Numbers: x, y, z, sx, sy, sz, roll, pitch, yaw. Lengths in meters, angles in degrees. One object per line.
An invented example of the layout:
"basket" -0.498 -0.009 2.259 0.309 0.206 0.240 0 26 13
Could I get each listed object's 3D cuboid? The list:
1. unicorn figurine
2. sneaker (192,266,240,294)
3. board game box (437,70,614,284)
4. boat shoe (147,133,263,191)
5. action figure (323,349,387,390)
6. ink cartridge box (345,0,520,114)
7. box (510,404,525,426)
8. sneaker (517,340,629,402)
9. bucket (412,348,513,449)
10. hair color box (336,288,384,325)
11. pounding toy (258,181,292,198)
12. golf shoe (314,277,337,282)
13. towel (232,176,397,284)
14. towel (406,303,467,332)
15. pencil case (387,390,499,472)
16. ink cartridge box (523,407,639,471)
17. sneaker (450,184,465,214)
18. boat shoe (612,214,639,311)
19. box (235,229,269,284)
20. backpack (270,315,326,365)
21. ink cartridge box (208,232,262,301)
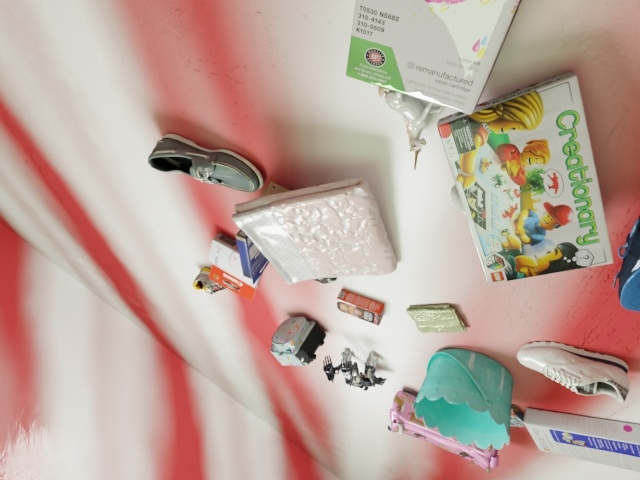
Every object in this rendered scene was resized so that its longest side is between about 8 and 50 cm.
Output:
"unicorn figurine" 0.164 -0.226 0.704 0.162 0.060 0.111 51 143 1
"sneaker" -0.388 0.169 1.527 0.225 0.092 0.088 3 134 32
"board game box" 0.330 -0.082 0.652 0.193 0.053 0.305 -16 111 27
"boat shoe" -0.302 -0.182 1.049 0.320 0.099 0.116 22 143 13
"action figure" 0.137 0.468 1.466 0.164 0.140 0.276 -11 153 33
"ink cartridge box" 0.158 -0.337 0.517 0.202 0.117 0.278 23 142 13
"box" 0.604 0.581 1.342 0.094 0.027 0.137 44 142 -15
"sneaker" 0.603 0.316 0.978 0.235 0.094 0.090 3 136 36
"bucket" 0.430 0.466 1.204 0.281 0.183 0.281 19 141 16
"hair color box" 0.122 0.205 1.240 0.141 0.043 0.072 18 143 20
"pounding toy" -0.055 -0.061 1.024 0.206 0.094 0.181 25 145 -19
"golf shoe" -0.045 0.068 1.174 0.198 0.077 0.094 36 144 -3
"towel" 0.000 0.000 0.966 0.317 0.053 0.331 -9 143 17
"towel" 0.322 0.221 1.127 0.148 0.027 0.110 -10 126 43
"pencil case" 0.443 0.682 1.459 0.386 0.167 0.160 13 139 23
"ink cartridge box" 0.810 0.583 1.164 0.371 0.069 0.175 -7 128 44
"sneaker" 0.366 -0.062 0.736 0.240 0.091 0.126 33 126 0
"boat shoe" 0.564 0.012 0.663 0.109 0.089 0.258 5 132 13
"box" -0.183 0.016 1.160 0.037 0.136 0.225 20 142 15
"backpack" -0.099 0.375 1.495 0.144 0.165 0.188 47 138 -15
"ink cartridge box" -0.297 0.109 1.376 0.189 0.066 0.232 28 124 4
